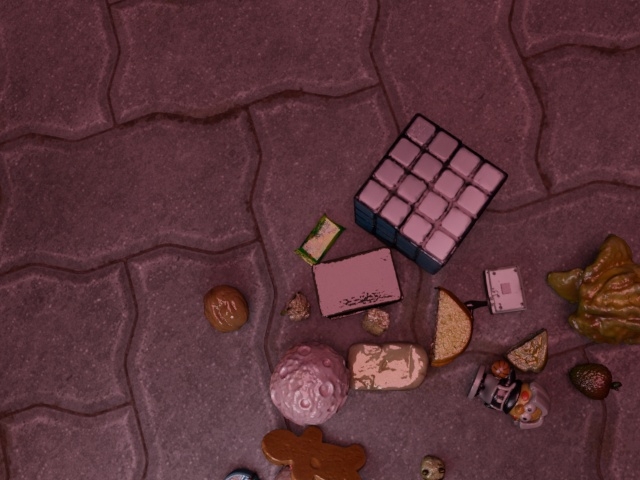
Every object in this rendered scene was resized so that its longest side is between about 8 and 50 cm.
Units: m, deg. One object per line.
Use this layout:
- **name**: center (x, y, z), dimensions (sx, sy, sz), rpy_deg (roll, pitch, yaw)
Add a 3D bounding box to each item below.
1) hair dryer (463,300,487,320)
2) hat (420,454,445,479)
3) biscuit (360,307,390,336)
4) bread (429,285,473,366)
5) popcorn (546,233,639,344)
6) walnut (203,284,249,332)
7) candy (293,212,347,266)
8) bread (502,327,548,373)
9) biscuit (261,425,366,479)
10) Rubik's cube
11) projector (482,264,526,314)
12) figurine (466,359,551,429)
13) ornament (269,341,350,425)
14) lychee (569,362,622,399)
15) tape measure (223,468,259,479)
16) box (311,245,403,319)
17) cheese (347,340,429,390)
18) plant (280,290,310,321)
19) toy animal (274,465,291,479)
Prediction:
- **hair dryer**: center (0.510, 0.238, 1.897), dimensions (0.078, 0.031, 0.084), rpy_deg (-3, 94, -3)
- **hat**: center (0.353, 0.721, 1.814), dimensions (0.077, 0.059, 0.076), rpy_deg (10, 77, 12)
- **biscuit**: center (0.179, 0.260, 1.854), dimensions (0.082, 0.168, 0.071), rpy_deg (23, 74, 4)
- **bread**: center (0.422, 0.276, 1.841), dimensions (0.133, 0.129, 0.261), rpy_deg (3, 84, 8)
- **popcorn**: center (0.881, 0.150, 1.741), dimensions (0.320, 0.290, 0.326), rpy_deg (9, 100, 5)
- **walnut**: center (-0.316, 0.227, 1.931), dimensions (0.166, 0.149, 0.167), rpy_deg (9, 113, 21)
- **candy**: center (0.000, 0.000, 1.985), dimensions (0.102, 0.032, 0.178), rpy_deg (37, 86, 11)
- **bread**: center (0.670, 0.359, 1.815), dimensions (0.156, 0.103, 0.110), rpy_deg (-36, 73, 6)
- **biscuit**: center (-0.023, 0.687, 1.810), dimensions (0.339, 0.216, 0.047), rpy_deg (14, 123, 1)
- **Rubik's cube**: center (0.330, -0.127, 1.815), dimensions (0.337, 0.344, 0.344), rpy_deg (36, 84, 11)
- **projector**: center (0.599, 0.161, 1.879), dimensions (0.115, 0.061, 0.147), rpy_deg (-9, 79, 6)
- **figurine**: center (0.589, 0.471, 1.782), dimensions (0.236, 0.133, 0.176), rpy_deg (24, 118, 14)
- **ornament**: center (-0.025, 0.447, 1.802), dimensions (0.225, 0.259, 0.260), rpy_deg (31, 85, 19)
- **lychee**: center (0.846, 0.432, 1.779), dimensions (0.146, 0.114, 0.114), rpy_deg (14, 82, 23)
- **tape measure**: center (-0.259, 0.807, 1.854), dimensions (0.125, 0.081, 0.146), rpy_deg (28, 84, 7)
- **box**: center (0.123, 0.143, 1.893), dimensions (0.273, 0.143, 0.184), rpy_deg (-14, 79, 5)
- **cheese**: center (0.218, 0.405, 1.865), dimensions (0.262, 0.093, 0.159), rpy_deg (0, 84, 5)
- **plant**: center (-0.095, 0.224, 1.926), dimensions (0.121, 0.116, 0.105), rpy_deg (-19, 64, 23)
- **toy animal**: center (-0.044, 0.881, 1.761), dimensions (0.226, 0.188, 0.359), rpy_deg (-4, 73, 9)
